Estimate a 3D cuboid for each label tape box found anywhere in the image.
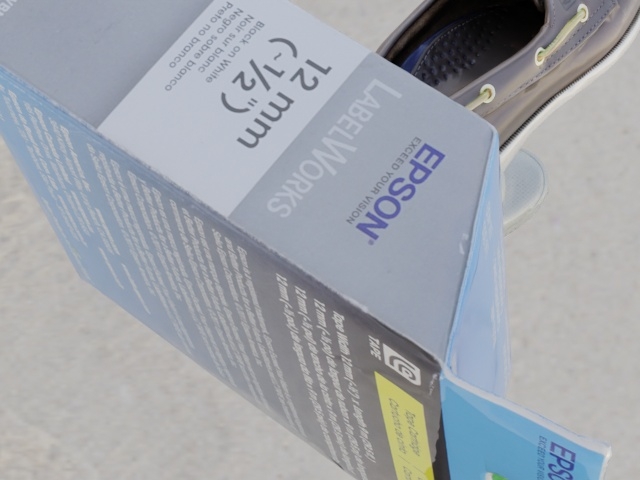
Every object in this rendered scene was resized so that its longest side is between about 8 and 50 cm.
[{"bbox_3d":[0.011,0.015,0.831,0.115,0.347,0.249,-51,158,-18],"label":"label tape box"}]

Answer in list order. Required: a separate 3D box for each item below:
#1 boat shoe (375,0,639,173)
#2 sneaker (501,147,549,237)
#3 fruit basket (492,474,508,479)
[{"bbox_3d":[0.126,-0.147,1.163,0.324,0.116,0.097,-48,148,-23],"label":"boat shoe"},{"bbox_3d":[0.087,-0.031,1.298,0.262,0.121,0.099,-9,89,-36],"label":"sneaker"},{"bbox_3d":[0.148,0.328,1.005,0.392,0.392,0.283,-31,138,-36],"label":"fruit basket"}]
